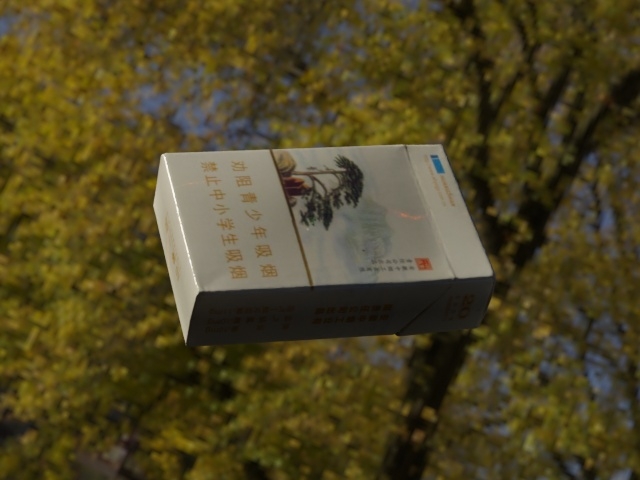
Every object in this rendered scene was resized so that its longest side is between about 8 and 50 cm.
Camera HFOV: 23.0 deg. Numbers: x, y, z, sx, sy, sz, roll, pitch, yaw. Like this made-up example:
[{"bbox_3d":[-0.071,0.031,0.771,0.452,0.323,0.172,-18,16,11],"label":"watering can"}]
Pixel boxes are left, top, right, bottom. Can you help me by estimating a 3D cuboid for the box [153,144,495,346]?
[{"bbox_3d":[0.001,0.000,1.198,0.233,0.149,0.067,-3,-40,-17],"label":"box"}]
